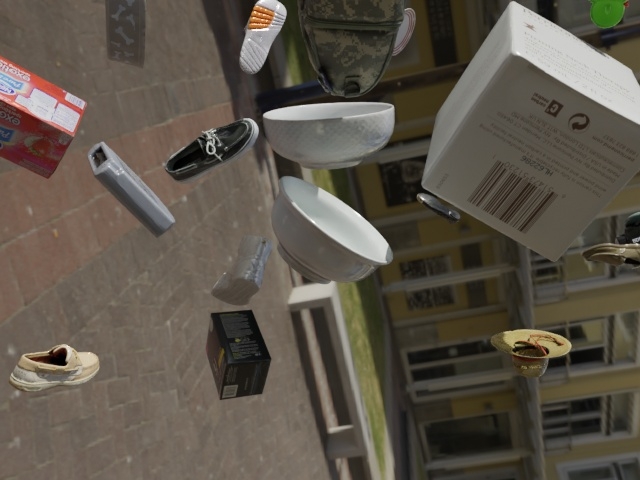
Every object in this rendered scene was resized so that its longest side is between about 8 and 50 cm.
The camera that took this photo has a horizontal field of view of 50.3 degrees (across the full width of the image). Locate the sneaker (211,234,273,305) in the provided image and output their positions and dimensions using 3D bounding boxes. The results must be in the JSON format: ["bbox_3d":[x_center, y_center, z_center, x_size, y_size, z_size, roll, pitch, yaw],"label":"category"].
[{"bbox_3d":[-0.212,0.080,1.923,0.292,0.108,0.169,-31,-143,59],"label":"sneaker"}]

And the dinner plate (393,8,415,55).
[{"bbox_3d":[0.231,-0.609,1.988,0.141,0.017,0.141,-43,151,-30],"label":"dinner plate"}]

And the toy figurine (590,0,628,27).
[{"bbox_3d":[0.675,-0.571,1.535,0.159,0.130,0.173,-23,118,-48],"label":"toy figurine"}]

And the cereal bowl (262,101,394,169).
[{"bbox_3d":[0.025,-0.265,1.739,0.339,0.339,0.141,-75,161,-72],"label":"cereal bowl"}]

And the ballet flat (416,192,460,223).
[{"bbox_3d":[0.393,-0.103,2.297,0.049,0.173,0.057,-46,-161,46],"label":"ballet flat"}]

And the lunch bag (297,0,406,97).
[{"bbox_3d":[0.059,-0.475,1.434,0.305,0.213,0.256,-94,-176,-49],"label":"lunch bag"}]

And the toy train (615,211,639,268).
[{"bbox_3d":[0.981,-0.018,1.856,0.190,0.334,0.142,48,26,-48],"label":"toy train"}]

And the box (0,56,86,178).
[{"bbox_3d":[-0.583,-0.243,1.250,0.257,0.122,0.128,28,33,-26],"label":"box"}]

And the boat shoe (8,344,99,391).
[{"bbox_3d":[-0.420,0.200,1.105,0.170,0.063,0.059,-3,116,-66],"label":"boat shoe"}]

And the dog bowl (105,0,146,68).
[{"bbox_3d":[-0.553,-0.664,1.922,0.349,0.102,0.348,179,-90,-72],"label":"dog bowl"}]

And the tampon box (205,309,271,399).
[{"bbox_3d":[-0.190,0.255,1.537,0.161,0.101,0.120,-119,-145,-46],"label":"tampon box"}]

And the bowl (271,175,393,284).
[{"bbox_3d":[0.000,0.000,1.472,0.298,0.134,0.298,33,16,-11],"label":"bowl"}]

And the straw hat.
[{"bbox_3d":[0.374,0.210,1.213,0.144,0.144,0.061,-66,157,-76],"label":"straw hat"}]

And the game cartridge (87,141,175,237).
[{"bbox_3d":[-0.397,-0.105,1.433,0.198,0.062,0.297,53,-8,-25],"label":"game cartridge"}]

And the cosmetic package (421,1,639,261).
[{"bbox_3d":[0.446,-0.240,1.435,0.327,0.329,0.393,-59,-175,34],"label":"cosmetic package"}]

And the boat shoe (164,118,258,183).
[{"bbox_3d":[-0.334,-0.284,2.069,0.113,0.306,0.105,66,6,18],"label":"boat shoe"}]

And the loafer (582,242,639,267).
[{"bbox_3d":[0.701,0.037,1.621,0.056,0.148,0.050,64,23,-66],"label":"loafer"}]

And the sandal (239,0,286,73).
[{"bbox_3d":[-0.193,-0.619,2.075,0.076,0.102,0.265,-13,-128,63],"label":"sandal"}]
